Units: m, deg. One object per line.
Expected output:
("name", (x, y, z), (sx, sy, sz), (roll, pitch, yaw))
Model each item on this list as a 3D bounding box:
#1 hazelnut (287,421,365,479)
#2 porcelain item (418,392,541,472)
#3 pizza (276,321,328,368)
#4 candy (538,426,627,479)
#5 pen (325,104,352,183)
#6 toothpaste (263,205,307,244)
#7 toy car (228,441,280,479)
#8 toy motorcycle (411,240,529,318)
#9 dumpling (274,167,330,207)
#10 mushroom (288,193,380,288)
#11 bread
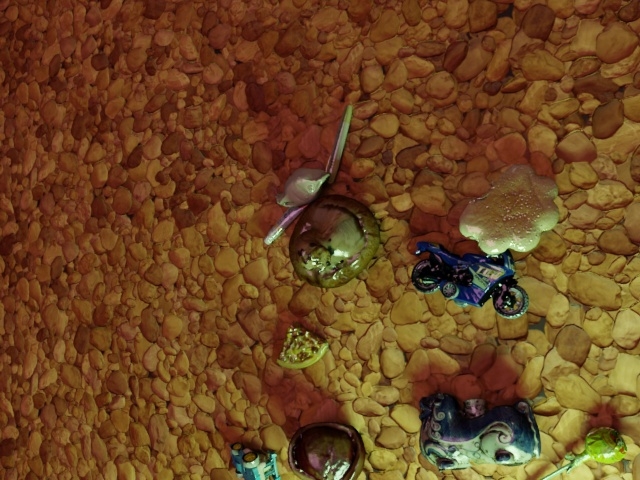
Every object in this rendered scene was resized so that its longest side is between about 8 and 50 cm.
("hazelnut", (0.023, 0.566, 1.500), (0.202, 0.161, 0.170), (-22, 75, 29))
("porcelain item", (0.375, 0.455, 1.360), (0.288, 0.138, 0.186), (-18, 61, 29))
("pizza", (-0.067, 0.303, 1.627), (0.175, 0.046, 0.134), (-34, 72, 21))
("candy", (0.573, 0.511, 1.290), (0.262, 0.073, 0.077), (-44, 50, 25))
("pen", (0.051, -0.277, 1.626), (0.040, 0.032, 0.233), (16, 92, 50))
("toothpaste", (-0.102, -0.063, 1.685), (0.190, 0.031, 0.048), (-47, 64, 13))
("toy car", (-0.196, 0.652, 1.656), (0.161, 0.098, 0.126), (18, 120, 55))
("toy motorcycle", (0.369, 0.079, 1.397), (0.316, 0.113, 0.168), (16, 83, 35))
("dumpling", (-0.040, -0.163, 1.616), (0.100, 0.134, 0.169), (38, 125, -4))
("mushroom", (0.025, -0.009, 1.532), (0.268, 0.254, 0.267), (-5, 62, 9))
("bread", (0.464, -0.070, 1.346), (0.251, 0.039, 0.182), (-42, 63, -8))
